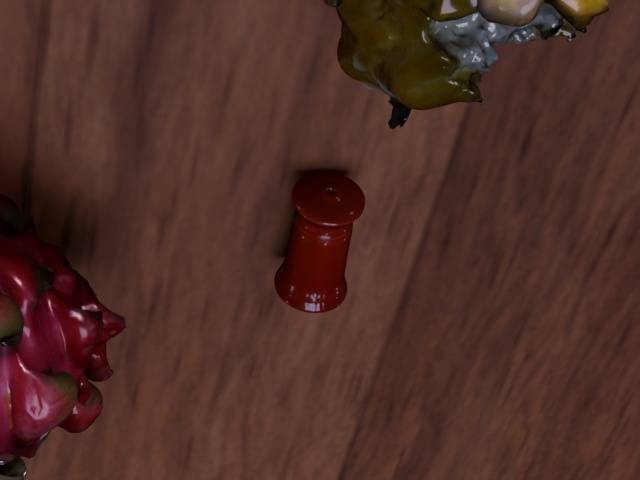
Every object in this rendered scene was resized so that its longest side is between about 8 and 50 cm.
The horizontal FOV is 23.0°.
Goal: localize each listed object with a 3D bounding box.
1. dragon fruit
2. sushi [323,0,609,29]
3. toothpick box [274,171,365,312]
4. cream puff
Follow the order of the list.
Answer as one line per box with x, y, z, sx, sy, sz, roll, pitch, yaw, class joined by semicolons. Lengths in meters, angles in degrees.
-0.245;0.041;0.850;0.273;0.218;0.198;46;68;-38;dragon fruit
0.059;-0.275;0.529;0.397;0.240;0.351;-28;134;10;sushi
0.000;0.000;0.951;0.047;0.047;0.083;0;135;-13;toothpick box
0.066;-0.143;0.766;0.156;0.121;0.156;-30;136;-34;cream puff
